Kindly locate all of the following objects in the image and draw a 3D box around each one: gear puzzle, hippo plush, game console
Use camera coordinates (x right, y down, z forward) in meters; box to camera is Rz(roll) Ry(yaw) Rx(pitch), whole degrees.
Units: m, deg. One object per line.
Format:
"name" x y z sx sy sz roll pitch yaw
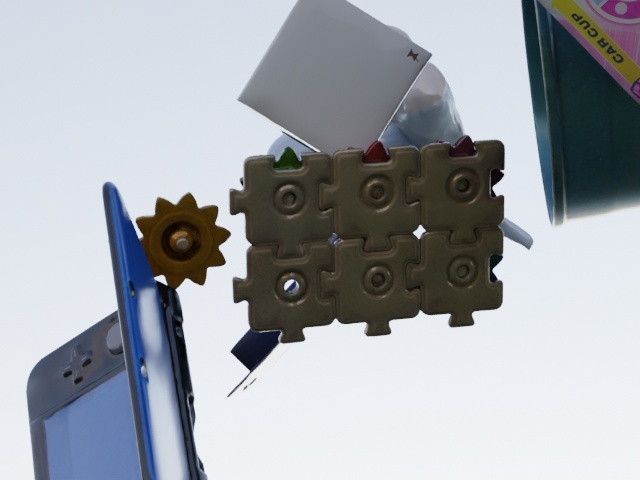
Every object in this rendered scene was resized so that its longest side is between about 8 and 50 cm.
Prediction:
"gear puzzle" 0.000 0.000 1.365 0.339 0.175 0.044 -5 14 -13
"hippo plush" 0.052 -0.085 1.798 0.236 0.234 0.294 -33 -57 -1
"game console" -0.179 0.150 1.187 0.250 0.293 0.173 -32 -39 25

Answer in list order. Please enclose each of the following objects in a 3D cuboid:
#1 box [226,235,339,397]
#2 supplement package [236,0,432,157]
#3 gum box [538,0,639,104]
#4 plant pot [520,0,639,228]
"box" -0.021 0.069 1.604 0.225 0.036 0.136 -48 -7 5
"supplement package" 0.012 -0.156 1.512 0.134 0.139 0.244 32 2 -2
"gum box" 0.224 -0.187 1.107 0.107 0.188 0.062 -45 -4 22
"plant pot" 0.305 -0.160 1.289 0.255 0.271 0.271 -7 -23 6
